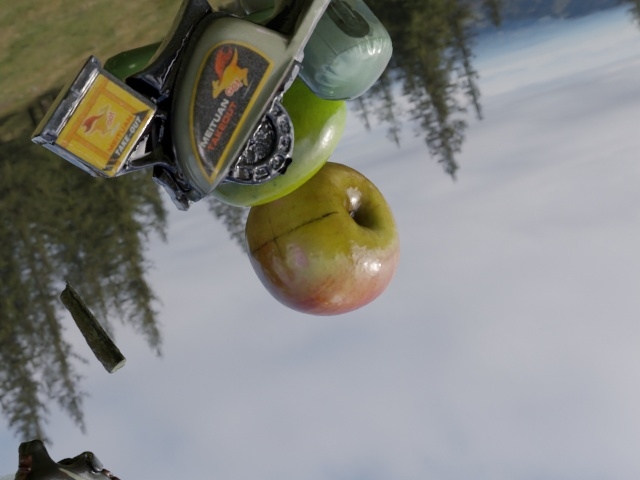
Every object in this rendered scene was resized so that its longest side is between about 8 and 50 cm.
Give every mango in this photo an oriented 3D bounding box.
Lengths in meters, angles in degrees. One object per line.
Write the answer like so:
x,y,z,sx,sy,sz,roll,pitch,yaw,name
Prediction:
-0.088,-0.154,1.455,0.273,0.185,0.149,-12,159,23,mango

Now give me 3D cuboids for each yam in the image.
-0.291,0.109,1.147,0.027,0.129,0.033,-28,164,-43,yam

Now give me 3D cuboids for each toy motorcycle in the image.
-0.061,-0.144,0.609,0.263,0.157,0.091,-62,-157,-9,toy motorcycle

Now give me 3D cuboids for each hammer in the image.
-0.092,-0.221,1.045,0.335,0.206,0.119,-25,156,-29,hammer

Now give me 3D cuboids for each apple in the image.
0.000,0.000,1.640,0.233,0.286,0.286,-32,179,39,apple

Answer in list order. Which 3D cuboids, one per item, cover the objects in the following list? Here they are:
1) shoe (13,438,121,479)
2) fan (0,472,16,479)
-0.313,0.325,1.198,0.099,0.112,0.227,-21,153,30,shoe
-0.442,0.488,1.780,0.233,0.012,0.415,-24,148,35,fan
